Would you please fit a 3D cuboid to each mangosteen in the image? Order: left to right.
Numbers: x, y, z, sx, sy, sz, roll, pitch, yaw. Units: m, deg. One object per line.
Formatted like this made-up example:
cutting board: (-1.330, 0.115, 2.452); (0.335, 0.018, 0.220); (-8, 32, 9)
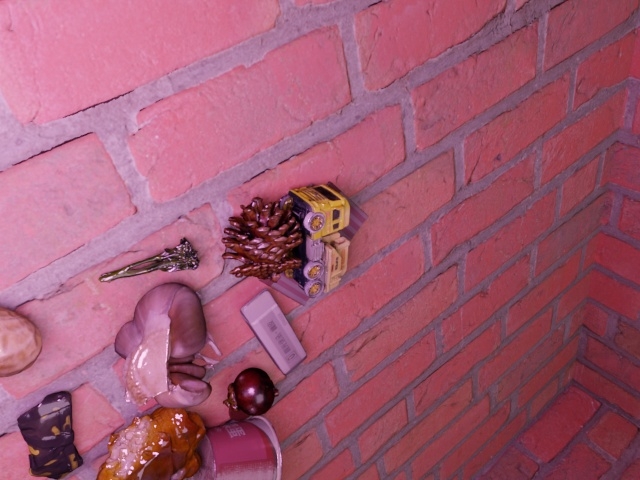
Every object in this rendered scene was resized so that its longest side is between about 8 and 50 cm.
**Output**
mangosteen: (-0.186, 0.394, 1.448); (0.140, 0.140, 0.140); (-22, 129, -31)

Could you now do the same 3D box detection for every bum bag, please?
bum bag: (-0.556, 0.414, 1.162); (0.106, 0.060, 0.233); (-9, 120, -28)

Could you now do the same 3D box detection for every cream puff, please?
cream puff: (-0.391, 0.506, 1.298); (0.269, 0.155, 0.241); (-17, 122, -32)

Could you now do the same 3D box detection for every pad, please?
pad: (-0.011, 0.016, 1.439); (0.300, 0.005, 0.202); (-54, 138, -1)

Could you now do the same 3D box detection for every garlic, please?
garlic: (-0.298, 0.221, 1.156); (0.210, 0.237, 0.292); (-46, 175, 4)

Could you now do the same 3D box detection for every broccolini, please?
broccolini: (-0.347, 0.044, 1.140); (0.201, 0.058, 0.074); (-10, 109, -20)

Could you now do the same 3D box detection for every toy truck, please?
toy truck: (0.000, 0.000, 1.341); (0.157, 0.124, 0.272); (-21, 128, -31)

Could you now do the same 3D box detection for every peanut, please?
peanut: (-0.614, 0.170, 0.913); (0.298, 0.120, 0.136); (-1, 92, -41)

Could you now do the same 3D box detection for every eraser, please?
eraser: (-0.116, 0.243, 1.448); (0.089, 0.061, 0.352); (-40, 135, -16)

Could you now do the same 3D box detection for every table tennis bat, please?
table tennis bat: (-0.183, 0.446, 1.549); (0.154, 0.019, 0.098); (-16, 124, -32)

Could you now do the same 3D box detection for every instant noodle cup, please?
instant noodle cup: (-0.230, 0.575, 1.449); (0.178, 0.235, 0.235); (9, 109, -35)

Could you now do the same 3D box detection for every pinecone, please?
pinecone: (-0.126, 0.001, 1.214); (0.179, 0.150, 0.195); (-11, 123, -16)
